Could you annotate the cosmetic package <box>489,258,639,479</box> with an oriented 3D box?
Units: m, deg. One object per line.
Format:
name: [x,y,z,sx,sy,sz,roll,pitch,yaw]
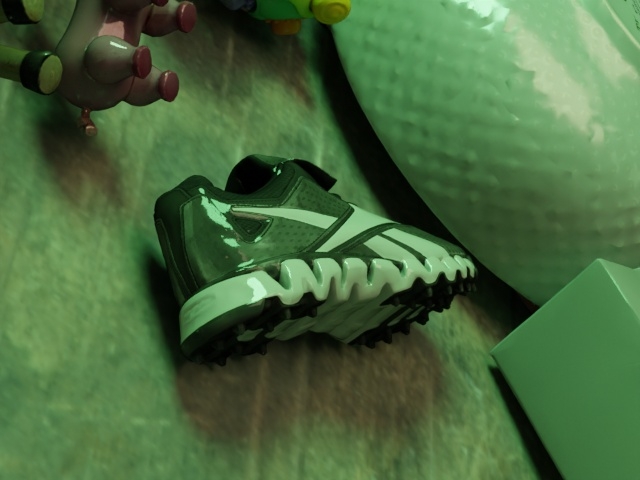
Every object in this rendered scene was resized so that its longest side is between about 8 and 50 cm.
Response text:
cosmetic package: [0.214,0.134,0.980,0.127,0.107,0.238,17,35,-48]

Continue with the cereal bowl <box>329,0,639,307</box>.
cereal bowl: [0.168,-0.117,1.121,0.339,0.141,0.339,33,34,-27]

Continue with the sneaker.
sneaker: [0.000,0.000,0.883,0.234,0.078,0.106,-3,63,-52]

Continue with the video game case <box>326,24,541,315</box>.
video game case: [0.114,-0.087,1.179,0.285,0.025,0.204,55,30,5]

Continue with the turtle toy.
turtle toy: [-0.042,-0.173,1.020,0.130,0.066,0.095,25,40,-37]

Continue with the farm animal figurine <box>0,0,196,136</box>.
farm animal figurine: [-0.143,-0.230,0.833,0.330,0.172,0.327,-39,132,-59]
